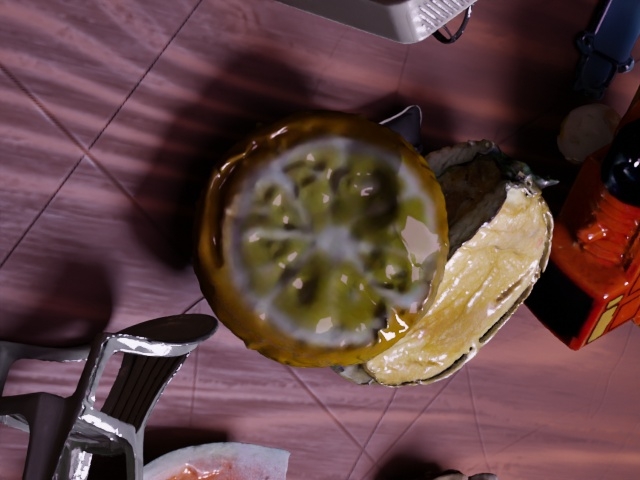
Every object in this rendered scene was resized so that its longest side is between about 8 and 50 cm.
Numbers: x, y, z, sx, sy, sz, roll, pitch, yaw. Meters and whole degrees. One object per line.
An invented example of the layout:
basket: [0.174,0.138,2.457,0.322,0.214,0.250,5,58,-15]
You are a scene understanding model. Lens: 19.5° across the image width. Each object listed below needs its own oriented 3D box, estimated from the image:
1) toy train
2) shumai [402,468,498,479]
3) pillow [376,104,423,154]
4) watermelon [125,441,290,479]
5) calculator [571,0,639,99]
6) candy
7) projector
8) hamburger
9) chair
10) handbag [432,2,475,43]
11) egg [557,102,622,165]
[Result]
toy train: [0.345,-0.024,2.022,0.232,0.163,0.369,-29,154,-33]
shumai: [0.181,0.349,2.096,0.218,0.184,0.185,12,100,-25]
pillow: [0.053,-0.088,1.936,0.136,0.055,0.091,-11,138,-31]
watermelon: [-0.155,0.327,1.852,0.260,0.176,0.256,10,97,-34]
calculator: [0.330,-0.228,2.113,0.094,0.019,0.141,22,93,-39]
candy: [0.000,0.000,1.814,0.260,0.260,0.118,-55,172,-7]
projector: [0.096,-0.289,1.764,0.257,0.259,0.079,-38,126,-20]
hamburger: [0.124,0.039,1.967,0.309,0.132,0.211,-46,144,-7]
chair: [-0.220,0.174,1.703,0.190,0.203,0.274,22,73,-37]
handbag: [0.115,-0.258,1.900,0.072,0.115,0.139,-40,142,-19]
egg: [0.308,-0.121,2.102,0.083,0.071,0.071,-35,126,-44]
